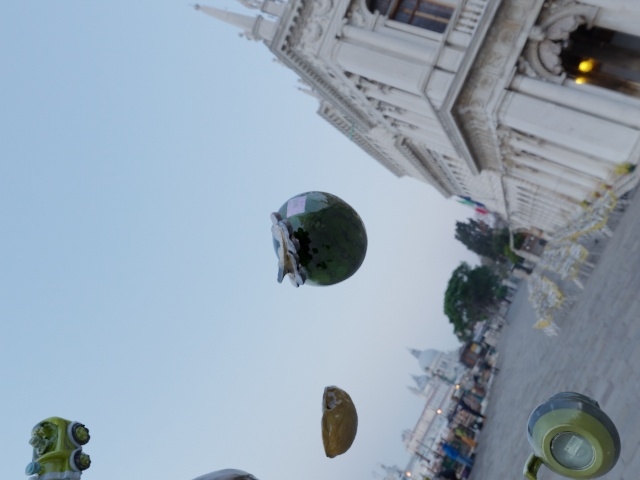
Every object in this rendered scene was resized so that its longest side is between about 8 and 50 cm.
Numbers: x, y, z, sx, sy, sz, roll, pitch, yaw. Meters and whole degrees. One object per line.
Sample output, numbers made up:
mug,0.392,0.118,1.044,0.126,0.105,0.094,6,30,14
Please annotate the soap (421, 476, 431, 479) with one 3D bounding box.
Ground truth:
soap,0.318,0.780,1.524,0.089,0.034,0.012,-57,-9,16

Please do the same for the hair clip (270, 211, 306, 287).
hair clip,-0.106,0.037,1.485,0.075,0.146,0.256,-16,-64,-25

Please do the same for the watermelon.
watermelon,0.000,0.000,1.698,0.363,0.363,0.363,-48,-26,-33

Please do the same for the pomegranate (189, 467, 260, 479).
pomegranate,-0.155,0.519,0.767,0.281,0.281,0.281,-48,-26,-33

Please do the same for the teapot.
teapot,0.391,0.320,0.778,0.165,0.130,0.119,-54,-19,22

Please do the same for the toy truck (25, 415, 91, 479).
toy truck,-0.387,0.313,0.699,0.076,0.111,0.077,-32,-44,3

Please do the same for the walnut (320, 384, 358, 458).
walnut,0.064,0.519,1.396,0.211,0.087,0.167,-84,-23,-50
